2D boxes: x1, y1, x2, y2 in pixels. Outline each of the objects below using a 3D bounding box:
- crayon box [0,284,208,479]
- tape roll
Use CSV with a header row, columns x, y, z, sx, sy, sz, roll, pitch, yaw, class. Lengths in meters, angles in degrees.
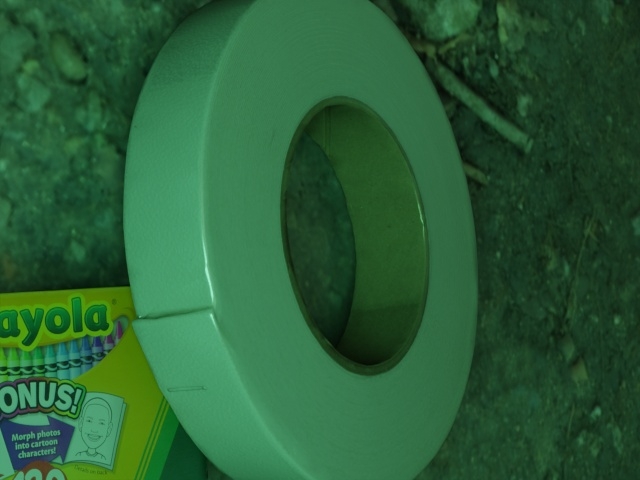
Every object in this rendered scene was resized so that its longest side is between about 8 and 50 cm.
x,y,z,sx,sy,sz,roll,pitch,yaw,class
-0.207,0.115,1.046,0.278,0.081,0.165,-2,88,-43,crayon box
0.000,0.000,1.187,0.392,0.072,0.392,19,67,-56,tape roll
